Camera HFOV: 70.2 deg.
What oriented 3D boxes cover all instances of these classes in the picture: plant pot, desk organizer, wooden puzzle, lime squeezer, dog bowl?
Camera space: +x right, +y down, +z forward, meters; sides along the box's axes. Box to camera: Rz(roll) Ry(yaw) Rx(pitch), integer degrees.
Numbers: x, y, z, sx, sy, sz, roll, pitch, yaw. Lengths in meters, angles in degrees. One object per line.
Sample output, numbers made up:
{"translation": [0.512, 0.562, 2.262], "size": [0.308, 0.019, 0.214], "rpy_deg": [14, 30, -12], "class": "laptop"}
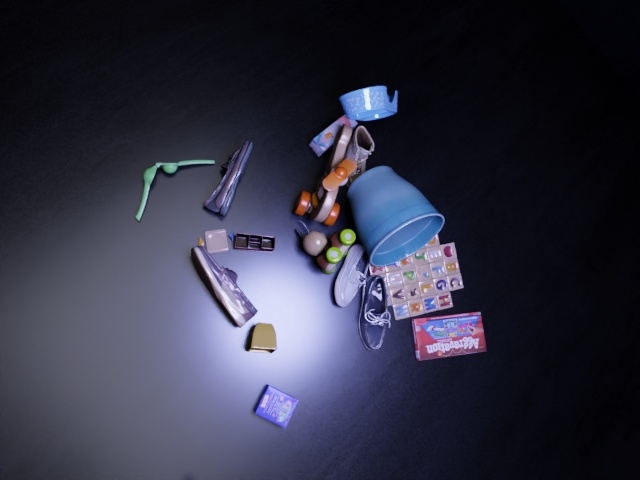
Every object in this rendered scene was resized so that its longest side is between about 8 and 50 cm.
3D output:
{"translation": [-0.179, 0.301, 1.416], "size": [0.081, 0.081, 0.083], "rpy_deg": [9, 66, -16], "class": "plant pot"}
{"translation": [-0.214, 0.007, 1.479], "size": [0.130, 0.050, 0.047], "rpy_deg": [6, 77, -17], "class": "desk organizer"}
{"translation": [-0.335, 0.003, 1.462], "size": [0.116, 0.014, 0.079], "rpy_deg": [-1, 83, -18], "class": "wooden puzzle"}
{"translation": [-0.482, -0.202, 1.434], "size": [0.310, 0.059, 0.110], "rpy_deg": [-43, 93, -22], "class": "lime squeezer"}
{"translation": [0.179, -0.477, 1.609], "size": [0.297, 0.165, 0.074], "rpy_deg": [-25, 104, -62], "class": "dog bowl"}
{"translation": [0.220, -0.095, 1.499], "size": [0.271, 0.272, 0.255], "rpy_deg": [-20, 64, -21], "class": "plant pot"}

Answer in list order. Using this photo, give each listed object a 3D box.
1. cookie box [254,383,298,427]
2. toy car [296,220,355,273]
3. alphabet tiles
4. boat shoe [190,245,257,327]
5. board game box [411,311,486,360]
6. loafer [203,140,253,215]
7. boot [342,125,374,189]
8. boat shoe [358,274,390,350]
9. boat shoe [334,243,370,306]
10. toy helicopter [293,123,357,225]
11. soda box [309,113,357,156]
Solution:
{"translation": [-0.137, 0.509, 1.404], "size": [0.107, 0.040, 0.092], "rpy_deg": [31, 71, -10], "class": "cookie box"}
{"translation": [0.000, 0.000, 1.507], "size": [0.188, 0.155, 0.149], "rpy_deg": [36, 70, 5], "class": "toy car"}
{"translation": [0.344, 0.121, 1.631], "size": [0.342, 0.011, 0.285], "rpy_deg": [-11, 88, -14], "class": "alphabet tiles"}
{"translation": [-0.295, 0.131, 1.405], "size": [0.092, 0.103, 0.285], "rpy_deg": [-34, 94, -26], "class": "boat shoe"}
{"translation": [0.464, 0.342, 1.642], "size": [0.281, 0.027, 0.145], "rpy_deg": [-3, 81, -19], "class": "board game box"}
{"translation": [-0.298, -0.214, 1.479], "size": [0.084, 0.096, 0.268], "rpy_deg": [20, 75, -7], "class": "loafer"}
{"translation": [0.137, -0.272, 1.589], "size": [0.077, 0.165, 0.213], "rpy_deg": [-9, 80, -19], "class": "boot"}
{"translation": [0.187, 0.244, 1.536], "size": [0.095, 0.079, 0.255], "rpy_deg": [8, 82, -13], "class": "boat shoe"}
{"translation": [0.116, 0.116, 1.536], "size": [0.079, 0.081, 0.228], "rpy_deg": [33, 67, -36], "class": "boat shoe"}
{"translation": [0.041, -0.231, 1.507], "size": [0.140, 0.235, 0.355], "rpy_deg": [20, 76, -13], "class": "toy helicopter"}
{"translation": [0.046, -0.382, 1.638], "size": [0.183, 0.063, 0.058], "rpy_deg": [-43, 93, -21], "class": "soda box"}
